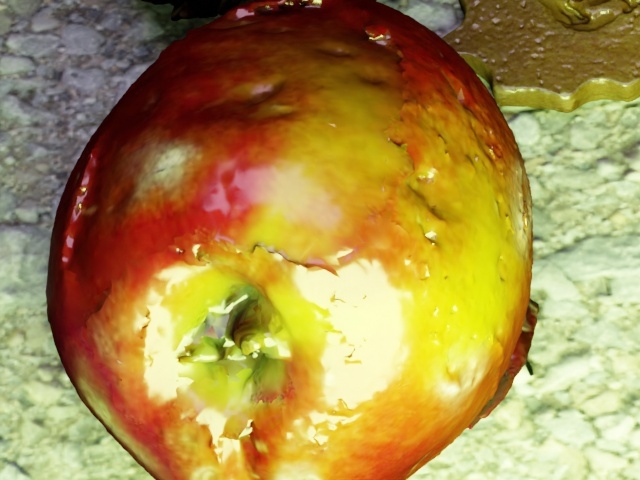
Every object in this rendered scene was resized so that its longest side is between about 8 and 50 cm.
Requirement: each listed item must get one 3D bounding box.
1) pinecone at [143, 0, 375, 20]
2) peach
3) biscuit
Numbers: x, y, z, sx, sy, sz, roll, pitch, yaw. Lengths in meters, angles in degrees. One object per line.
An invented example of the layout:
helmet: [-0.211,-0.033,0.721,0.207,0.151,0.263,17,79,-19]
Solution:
pinecone: [-0.072,-0.326,1.436,0.295,0.242,0.298,-5,63,0]
peach: [0.000,0.000,1.227,0.339,0.353,0.416,22,22,11]
biscuit: [0.204,-0.185,1.444,0.215,0.034,0.182,-14,58,0]
